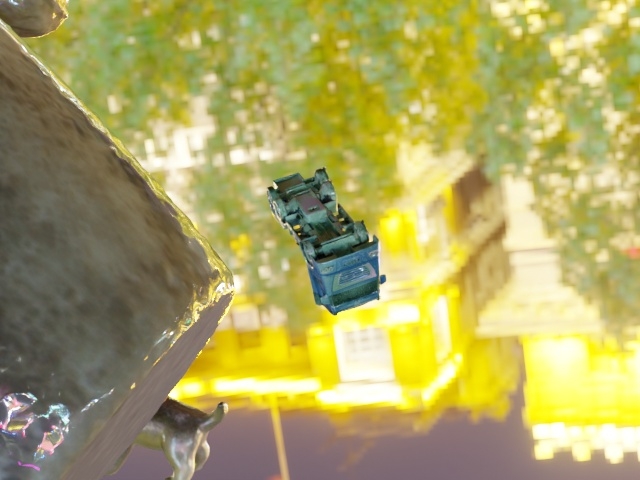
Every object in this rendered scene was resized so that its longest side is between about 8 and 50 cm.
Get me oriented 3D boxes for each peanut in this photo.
[{"bbox_3d":[-0.329,-0.252,1.533,0.226,0.095,0.108,20,170,32],"label":"peanut"}]

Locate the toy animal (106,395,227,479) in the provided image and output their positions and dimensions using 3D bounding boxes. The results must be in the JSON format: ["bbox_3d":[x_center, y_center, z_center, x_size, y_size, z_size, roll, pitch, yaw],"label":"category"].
[{"bbox_3d":[-0.249,0.244,2.190,0.233,0.169,0.121,24,-158,14],"label":"toy animal"}]

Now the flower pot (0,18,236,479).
[{"bbox_3d":[-0.236,0.006,0.867,0.293,0.330,0.293,-51,178,-3],"label":"flower pot"}]

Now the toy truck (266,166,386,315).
[{"bbox_3d":[0.000,0.000,1.486,0.067,0.081,0.175,-19,-147,-13],"label":"toy truck"}]
